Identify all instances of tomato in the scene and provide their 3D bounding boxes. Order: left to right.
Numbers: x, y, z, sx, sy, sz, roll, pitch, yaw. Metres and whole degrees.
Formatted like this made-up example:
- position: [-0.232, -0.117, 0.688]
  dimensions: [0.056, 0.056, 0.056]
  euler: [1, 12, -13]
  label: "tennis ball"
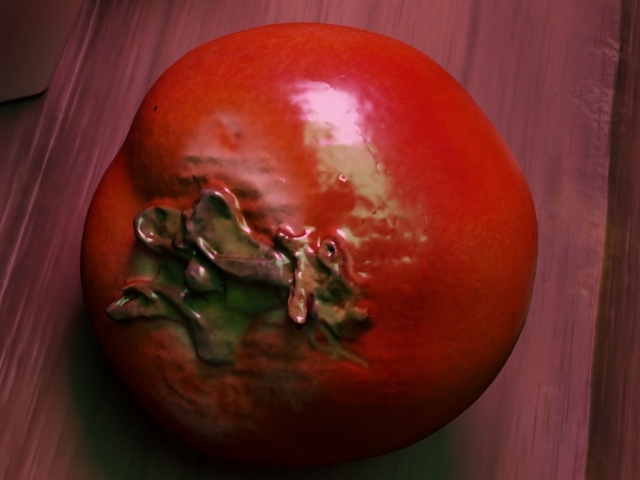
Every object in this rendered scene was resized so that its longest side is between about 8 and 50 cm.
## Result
- position: [0.000, 0.000, 0.990]
  dimensions: [0.322, 0.321, 0.321]
  euler: [10, 61, -19]
  label: "tomato"

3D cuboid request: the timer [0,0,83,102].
- position: [-0.297, -0.217, 1.016]
  dimensions: [0.192, 0.195, 0.194]
  euler: [-18, 74, -30]
  label: "timer"
